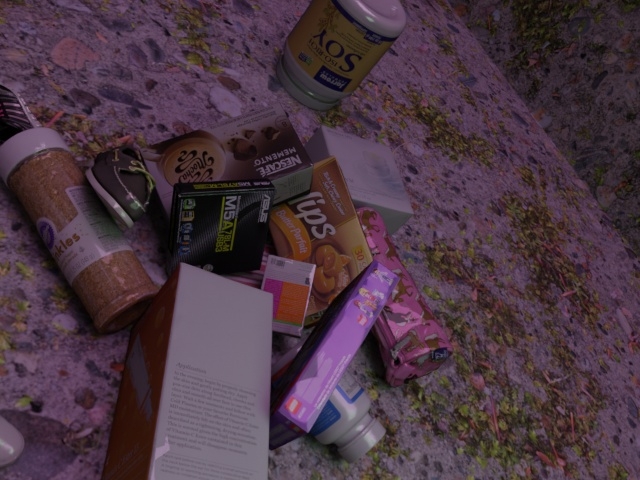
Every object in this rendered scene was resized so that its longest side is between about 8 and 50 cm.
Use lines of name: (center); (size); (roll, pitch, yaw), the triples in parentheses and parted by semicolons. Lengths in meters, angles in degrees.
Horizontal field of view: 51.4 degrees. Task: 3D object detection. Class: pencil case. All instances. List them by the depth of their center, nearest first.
pencil case: (0.136, 0.115, 1.445); (0.160, 0.167, 0.386); (-20, 66, -12)

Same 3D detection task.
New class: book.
book: (-0.070, 0.107, 1.279); (0.096, 0.035, 0.144); (13, 73, -3)

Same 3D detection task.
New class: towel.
towel: (-0.150, 0.076, 1.333); (0.144, 0.029, 0.197); (16, 47, -27)

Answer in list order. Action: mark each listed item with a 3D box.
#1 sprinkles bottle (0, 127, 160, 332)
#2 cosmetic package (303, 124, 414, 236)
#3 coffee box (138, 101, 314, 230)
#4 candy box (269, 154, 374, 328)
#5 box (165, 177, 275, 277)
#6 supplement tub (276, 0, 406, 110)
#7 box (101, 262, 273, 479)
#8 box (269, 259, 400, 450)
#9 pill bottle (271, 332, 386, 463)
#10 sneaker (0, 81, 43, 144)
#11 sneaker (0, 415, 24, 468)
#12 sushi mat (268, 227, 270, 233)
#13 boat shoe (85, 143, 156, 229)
sprinkles bottle: (-0.407, -0.020, 1.117); (0.121, 0.121, 0.355); (-23, 72, -49)
cosmetic package: (0.079, -0.135, 1.631); (0.224, 0.138, 0.225); (11, 48, -34)
coffee box: (-0.181, -0.134, 1.313); (0.297, 0.119, 0.168); (-21, 69, -15)
candy box: (0.000, 0.000, 1.382); (0.087, 0.182, 0.317); (59, 12, -65)
box: (-0.186, -0.021, 1.230); (0.184, 0.191, 0.045); (-4, 36, -27)
supplement tub: (0.048, -0.540, 1.806); (0.240, 0.331, 0.241); (23, 43, -23)
box: (-0.195, 0.246, 0.991); (0.168, 0.215, 0.346); (22, 43, -24)
box: (0.004, 0.185, 1.063); (0.057, 0.201, 0.293); (36, 60, -1)
pill bottle: (0.013, 0.288, 1.207); (0.221, 0.124, 0.124); (50, 39, 7)
sneaker: (-0.565, -0.217, 1.201); (0.170, 0.063, 0.075); (50, 33, -1)
sneaker: (-0.479, 0.220, 0.864); (0.212, 0.094, 0.080); (36, 38, -11)
sushi mat: (-0.171, -0.105, 1.481); (0.316, 0.019, 0.152); (27, 41, -21)
boat shoe: (-0.340, -0.104, 1.149); (0.109, 0.091, 0.305); (60, -10, -27)
